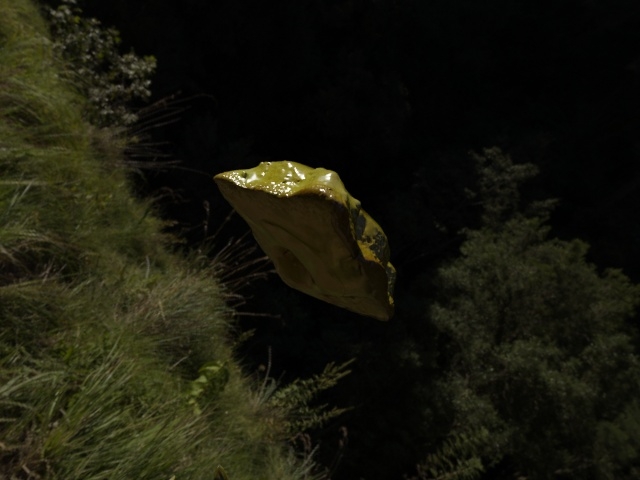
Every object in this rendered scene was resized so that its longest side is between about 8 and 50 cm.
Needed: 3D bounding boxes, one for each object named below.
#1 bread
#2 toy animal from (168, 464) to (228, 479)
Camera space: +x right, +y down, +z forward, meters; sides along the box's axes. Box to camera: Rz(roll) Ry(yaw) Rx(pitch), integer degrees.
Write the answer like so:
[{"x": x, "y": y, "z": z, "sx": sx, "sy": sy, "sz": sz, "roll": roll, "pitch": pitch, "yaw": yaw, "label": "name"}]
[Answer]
[{"x": 0.000, "y": 0.000, "z": 0.520, "sx": 0.160, "sy": 0.088, "sz": 0.233, "roll": 24, "pitch": -27, "yaw": 36, "label": "bread"}, {"x": -0.163, "y": 0.314, "z": 0.543, "sx": 0.095, "sy": 0.219, "sz": 0.155, "roll": 43, "pitch": 7, "yaw": 30, "label": "toy animal"}]
